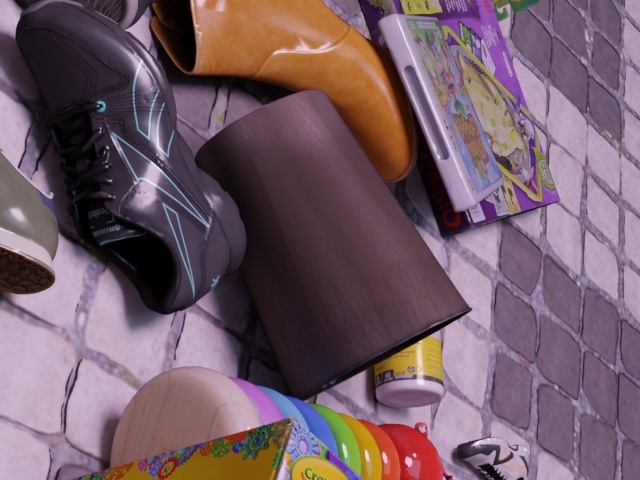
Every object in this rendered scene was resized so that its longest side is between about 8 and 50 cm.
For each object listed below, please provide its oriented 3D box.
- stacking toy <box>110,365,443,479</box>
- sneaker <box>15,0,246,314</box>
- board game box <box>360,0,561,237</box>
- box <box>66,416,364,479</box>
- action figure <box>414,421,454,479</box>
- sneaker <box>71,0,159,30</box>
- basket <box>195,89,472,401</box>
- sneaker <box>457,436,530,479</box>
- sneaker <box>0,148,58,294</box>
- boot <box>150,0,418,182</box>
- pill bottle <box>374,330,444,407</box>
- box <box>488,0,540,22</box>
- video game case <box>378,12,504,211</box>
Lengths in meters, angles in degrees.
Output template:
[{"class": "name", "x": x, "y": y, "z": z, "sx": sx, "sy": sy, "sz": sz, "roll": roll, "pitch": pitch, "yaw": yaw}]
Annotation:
[{"class": "stacking toy", "x": -0.010, "y": 0.189, "z": 1.113, "sx": 0.330, "sy": 0.141, "sz": 0.141, "roll": 18, "pitch": 60, "yaw": -51}, {"class": "sneaker", "x": -0.155, "y": -0.063, "z": 1.069, "sx": 0.267, "sy": 0.101, "sz": 0.106, "roll": 56, "pitch": 42, "yaw": -15}, {"class": "board game box", "x": 0.148, "y": -0.186, "z": 1.531, "sx": 0.208, "sy": 0.056, "sz": 0.347, "roll": -15, "pitch": 85, "yaw": -48}, {"class": "box", "x": -0.047, "y": 0.290, "z": 0.886, "sx": 0.290, "sy": 0.279, "sz": 0.177, "roll": 45, "pitch": 44, "yaw": -28}, {"class": "action figure", "x": 0.106, "y": 0.228, "z": 1.302, "sx": 0.038, "sy": 0.030, "sz": 0.115, "roll": -1, "pitch": 72, "yaw": -45}, {"class": "sneaker", "x": -0.219, "y": -0.264, "z": 1.121, "sx": 0.222, "sy": 0.083, "sz": 0.118, "roll": 53, "pitch": 21, "yaw": -9}, {"class": "basket", "x": 0.000, "y": 0.000, "z": 1.169, "sx": 0.154, "sy": 0.204, "sz": 0.227, "roll": -23, "pitch": 82, "yaw": -33}, {"class": "sneaker", "x": 0.177, "y": 0.223, "z": 1.377, "sx": 0.109, "sy": 0.040, "sz": 0.044, "roll": 20, "pitch": 61, "yaw": -43}, {"class": "sneaker", "x": -0.261, "y": -0.040, "z": 0.967, "sx": 0.192, "sy": 0.064, "sz": 0.086, "roll": 36, "pitch": 41, "yaw": -35}, {"class": "boot", "x": -0.043, "y": -0.165, "z": 1.263, "sx": 0.211, "sy": 0.104, "sz": 0.295, "roll": -24, "pitch": 88, "yaw": -46}, {"class": "pill bottle", "x": 0.082, "y": 0.095, "z": 1.304, "sx": 0.065, "sy": 0.065, "sz": 0.116, "roll": 23, "pitch": 56, "yaw": -42}, {"class": "box", "x": 0.205, "y": -0.345, "z": 1.623, "sx": 0.043, "sy": 0.105, "sz": 0.179, "roll": 1, "pitch": 73, "yaw": -49}, {"class": "video game case", "x": 0.125, "y": -0.131, "z": 1.366, "sx": 0.193, "sy": 0.023, "sz": 0.212, "roll": 68, "pitch": 17, "yaw": -2}]
